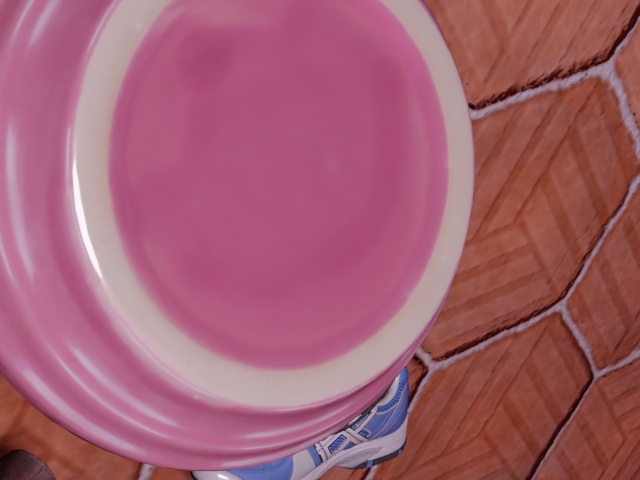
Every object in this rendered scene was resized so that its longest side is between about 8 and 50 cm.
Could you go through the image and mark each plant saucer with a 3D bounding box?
[{"bbox_3d":[-0.036,-0.038,0.682,0.332,0.084,0.332,-2,93,-35],"label":"plant saucer"}]

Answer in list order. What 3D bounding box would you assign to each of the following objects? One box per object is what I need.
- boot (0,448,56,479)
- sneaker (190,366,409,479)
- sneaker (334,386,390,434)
[{"bbox_3d":[-0.279,0.238,0.814,0.207,0.090,0.248,-43,-176,-42],"label":"boot"},{"bbox_3d":[-0.013,0.139,0.984,0.211,0.080,0.081,-15,126,-43],"label":"sneaker"},{"bbox_3d":[0.000,0.000,0.815,0.104,0.147,0.296,-17,131,-27],"label":"sneaker"}]
